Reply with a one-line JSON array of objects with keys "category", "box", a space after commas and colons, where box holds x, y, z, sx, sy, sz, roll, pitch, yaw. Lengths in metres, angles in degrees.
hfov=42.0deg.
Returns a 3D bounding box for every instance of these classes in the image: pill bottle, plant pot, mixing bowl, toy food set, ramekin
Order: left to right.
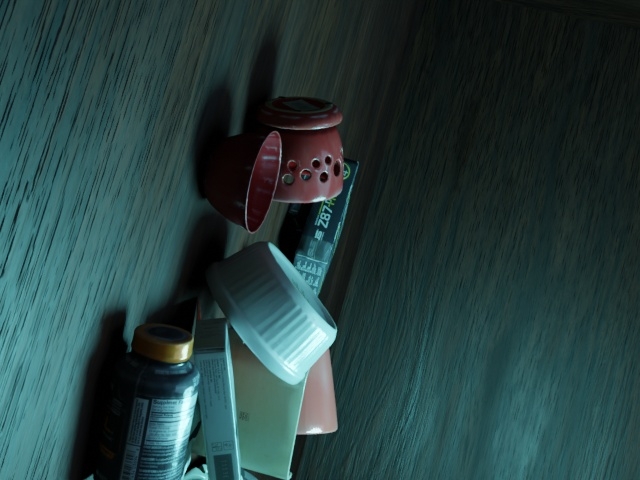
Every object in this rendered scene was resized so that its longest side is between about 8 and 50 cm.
[{"category": "pill bottle", "box": [-0.251, 0.250, 1.231, 0.130, 0.130, 0.246, -32, 136, -76]}, {"category": "mixing bowl", "box": [-0.141, -0.110, 1.433, 0.181, 0.098, 0.181, 13, 90, -80]}, {"category": "toy food set", "box": [-0.142, 0.341, 1.726, 0.092, 0.219, 0.306, -54, 156, -65]}, {"category": "ramekin", "box": [-0.083, 0.121, 1.548, 0.127, 0.273, 0.273, -39, 170, 3]}, {"category": "plant pot", "box": [-0.090, 0.306, 1.916, 0.275, 0.274, 0.243, 43, 51, -79]}, {"category": "plant pot", "box": [-0.049, -0.182, 1.625, 0.191, 0.191, 0.174, -57, 151, -63]}]

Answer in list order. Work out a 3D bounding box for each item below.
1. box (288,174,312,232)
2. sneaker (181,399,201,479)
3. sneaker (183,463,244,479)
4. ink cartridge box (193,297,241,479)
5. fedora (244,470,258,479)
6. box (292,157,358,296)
[{"category": "box", "box": [-0.047, -0.098, 2.200, 0.162, 0.029, 0.116, 70, 36, -72]}, {"category": "sneaker", "box": [-0.267, 0.363, 1.405, 0.153, 0.094, 0.235, -77, -175, -52]}, {"category": "sneaker", "box": [-0.213, 0.556, 1.772, 0.122, 0.146, 0.330, -45, 166, 2]}, {"category": "ink cartridge box", "box": [-0.180, 0.265, 1.475, 0.239, 0.060, 0.275, -106, -168, -71]}, {"category": "fedora", "box": [-0.193, 0.675, 2.054, 0.124, 0.244, 0.275, -45, 166, -4]}, {"category": "box", "box": [0.000, 0.000, 2.283, 0.395, 0.097, 0.318, 104, 2, -64]}]
